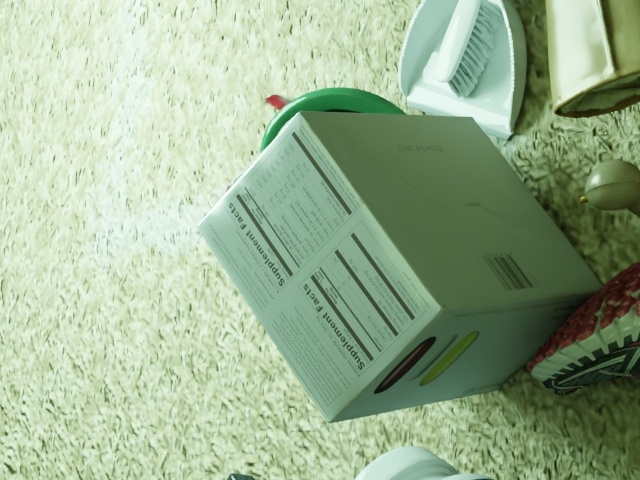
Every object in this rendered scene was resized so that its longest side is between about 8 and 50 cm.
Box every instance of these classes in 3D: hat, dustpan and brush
[{"bbox_3d":[0.044,-0.102,1.772,0.208,0.183,0.173,35,122,-1],"label":"hat"},{"bbox_3d":[0.137,-0.212,1.677,0.147,0.060,0.211,24,98,45],"label":"dustpan and brush"}]

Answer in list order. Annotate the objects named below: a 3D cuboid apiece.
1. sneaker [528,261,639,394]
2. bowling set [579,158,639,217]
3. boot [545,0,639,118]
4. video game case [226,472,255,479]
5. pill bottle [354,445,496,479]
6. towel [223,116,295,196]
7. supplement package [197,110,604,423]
[{"bbox_3d":[0.282,0.075,1.442,0.299,0.121,0.112,-25,102,49],"label":"sneaker"},{"bbox_3d":[0.324,-0.121,1.408,0.287,0.154,0.199,-14,72,42],"label":"bowling set"},{"bbox_3d":[0.268,-0.261,1.512,0.236,0.089,0.269,-28,61,52],"label":"boot"},{"bbox_3d":[-0.070,0.396,1.732,0.275,0.035,0.248,48,117,50],"label":"video game case"},{"bbox_3d":[0.137,0.282,1.505,0.265,0.153,0.153,34,105,43],"label":"pill bottle"},{"bbox_3d":[0.000,0.000,1.648,0.029,0.144,0.197,-21,108,35],"label":"towel"},{"bbox_3d":[0.070,0.017,1.526,0.145,0.262,0.204,-47,66,28],"label":"supplement package"}]
